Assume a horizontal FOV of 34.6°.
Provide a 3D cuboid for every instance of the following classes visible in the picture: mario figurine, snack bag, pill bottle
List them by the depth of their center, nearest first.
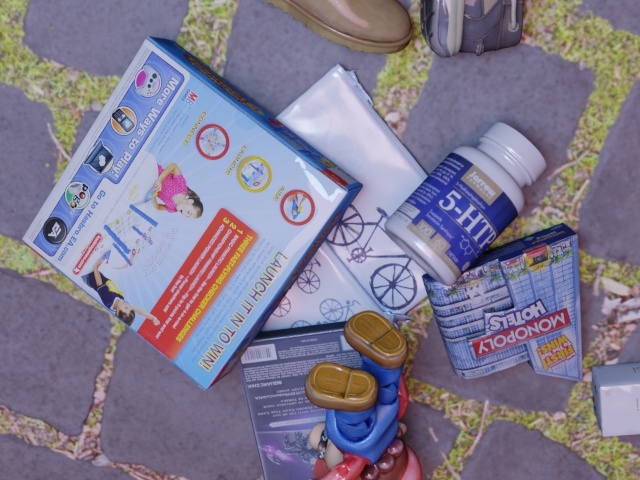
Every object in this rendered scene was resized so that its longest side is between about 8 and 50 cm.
[{"bbox_3d":[0.177,-0.047,1.228,0.112,0.112,0.187,43,87,-8],"label":"pill bottle"},{"bbox_3d":[0.025,0.222,1.253,0.198,0.170,0.320,-18,139,-12],"label":"mario figurine"},{"bbox_3d":[0.000,0.000,1.313,0.342,0.037,0.323,-37,100,14],"label":"snack bag"}]

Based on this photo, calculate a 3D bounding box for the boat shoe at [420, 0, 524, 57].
[{"bbox_3d":[0.192,-0.380,1.143,0.130,0.132,0.355,2,116,-6],"label":"boat shoe"}]

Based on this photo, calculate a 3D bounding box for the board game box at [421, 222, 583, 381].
[{"bbox_3d":[0.251,0.104,1.298,0.194,0.060,0.194,-21,107,1],"label":"board game box"}]

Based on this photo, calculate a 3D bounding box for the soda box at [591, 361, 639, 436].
[{"bbox_3d":[0.463,0.197,1.316,0.216,0.069,0.074,-6,107,6],"label":"soda box"}]

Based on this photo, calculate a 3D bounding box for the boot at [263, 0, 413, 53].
[{"bbox_3d":[0.029,-0.350,1.109,0.236,0.089,0.269,23,139,-2],"label":"boot"}]

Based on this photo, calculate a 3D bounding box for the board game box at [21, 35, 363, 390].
[{"bbox_3d":[-0.159,-0.033,1.251,0.302,0.086,0.308,38,106,7],"label":"board game box"}]

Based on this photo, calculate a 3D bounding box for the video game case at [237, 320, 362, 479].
[{"bbox_3d":[0.005,0.235,1.366,0.196,0.026,0.274,-8,116,4],"label":"video game case"}]
